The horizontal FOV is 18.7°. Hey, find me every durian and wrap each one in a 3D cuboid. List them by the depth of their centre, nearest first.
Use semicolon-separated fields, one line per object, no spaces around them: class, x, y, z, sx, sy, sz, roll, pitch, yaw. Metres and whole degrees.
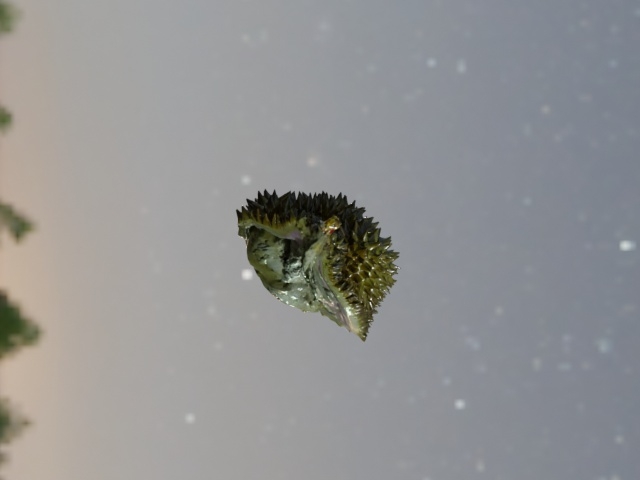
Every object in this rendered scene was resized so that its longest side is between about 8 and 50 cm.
durian;0.000;0.000;1.617;0.102;0.146;0.208;-56;173;-13
